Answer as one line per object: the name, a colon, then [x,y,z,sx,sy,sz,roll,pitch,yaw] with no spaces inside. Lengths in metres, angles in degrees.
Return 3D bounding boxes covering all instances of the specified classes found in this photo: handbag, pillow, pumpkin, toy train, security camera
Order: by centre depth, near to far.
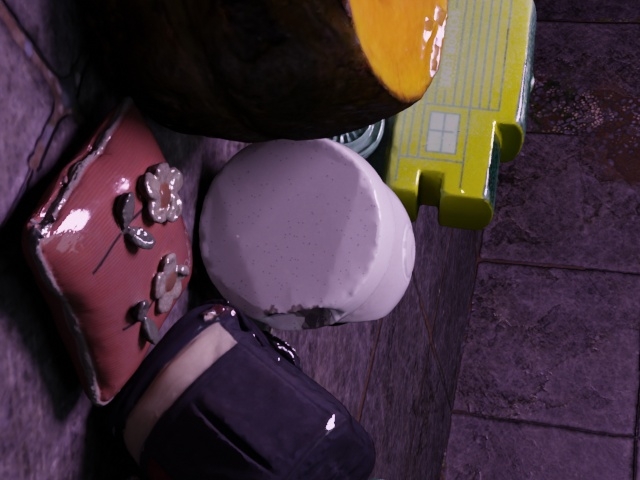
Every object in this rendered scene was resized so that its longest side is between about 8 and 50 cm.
pillow: [-0.144,0.010,0.657,0.171,0.075,0.179,-67,156,-45]
pumpkin: [-0.037,-0.204,0.718,0.303,0.225,0.257,-44,132,-56]
handbag: [-0.069,0.175,0.774,0.181,0.181,0.254,-49,157,-7]
security camera: [0.000,0.000,0.923,0.236,0.194,0.195,22,74,-74]
toy train: [0.130,-0.214,1.115,0.179,0.272,0.443,69,29,-72]

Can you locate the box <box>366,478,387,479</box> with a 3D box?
box: [-0.032,0.352,0.761,0.336,0.106,0.264,-44,156,0]
